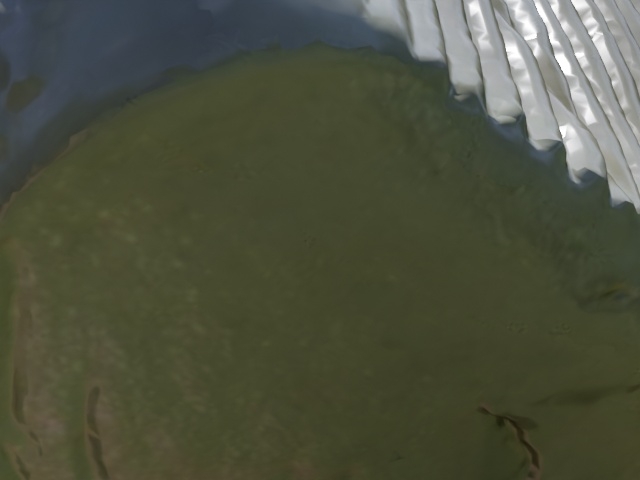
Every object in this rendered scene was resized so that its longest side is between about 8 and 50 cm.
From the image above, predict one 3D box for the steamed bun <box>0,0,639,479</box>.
[{"bbox_3d":[0.000,0.003,0.641,0.236,0.247,0.383,-41,-43,24],"label":"steamed bun"}]
